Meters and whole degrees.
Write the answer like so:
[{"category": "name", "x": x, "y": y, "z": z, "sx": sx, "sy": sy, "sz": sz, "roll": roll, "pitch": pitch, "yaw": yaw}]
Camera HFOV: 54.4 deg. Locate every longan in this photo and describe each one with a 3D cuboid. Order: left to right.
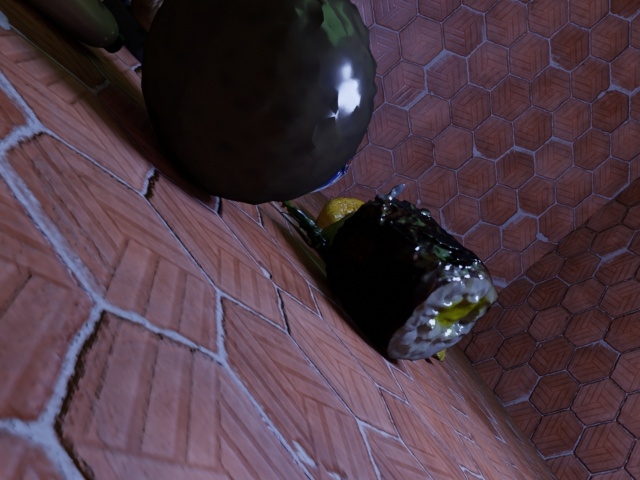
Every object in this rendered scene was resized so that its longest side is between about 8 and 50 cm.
[{"category": "longan", "x": -0.089, "y": -0.246, "z": 0.988, "sx": 0.391, "sy": 0.391, "sz": 0.391, "roll": 48, "pitch": 6, "yaw": -7}]

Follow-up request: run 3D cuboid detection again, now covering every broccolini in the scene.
[{"category": "broccolini", "x": -0.055, "y": -0.054, "z": 1.528, "sx": 0.123, "sy": 0.062, "sz": 0.271, "roll": 35, "pitch": -7, "yaw": 29}]

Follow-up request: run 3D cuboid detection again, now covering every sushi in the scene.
[{"category": "sushi", "x": 0.183, "y": 0.078, "z": 1.348, "sx": 0.299, "sy": 0.281, "sz": 0.294, "roll": 29, "pitch": 20, "yaw": -53}]

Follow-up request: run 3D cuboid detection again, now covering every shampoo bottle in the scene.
[{"category": "shampoo bottle", "x": -0.402, "y": -0.379, "z": 0.973, "sx": 0.127, "sy": 0.078, "sz": 0.257, "roll": 46, "pitch": 6, "yaw": 29}]

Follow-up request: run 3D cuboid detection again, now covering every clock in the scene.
[{"category": "clock", "x": -0.427, "y": -0.494, "z": 1.593, "sx": 0.325, "sy": 0.067, "sz": 0.325, "roll": 48, "pitch": 6, "yaw": -7}]

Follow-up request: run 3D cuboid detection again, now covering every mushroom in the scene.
[{"category": "mushroom", "x": -0.366, "y": -0.525, "z": 1.448, "sx": 0.151, "sy": 0.156, "sz": 0.285, "roll": 6, "pitch": 34, "yaw": -35}]

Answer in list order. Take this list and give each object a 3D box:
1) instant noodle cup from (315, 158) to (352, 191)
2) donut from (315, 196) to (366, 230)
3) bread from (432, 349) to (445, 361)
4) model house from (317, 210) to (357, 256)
[{"category": "instant noodle cup", "x": -0.075, "y": -0.341, "z": 1.951, "sx": 0.284, "sy": 0.284, "sz": 0.312, "roll": 53, "pitch": -1, "yaw": 35}, {"category": "donut", "x": 0.106, "y": -0.039, "z": 2.009, "sx": 0.254, "sy": 0.118, "sz": 0.253, "roll": 16, "pitch": 36, "yaw": -12}, {"category": "bread", "x": 0.310, "y": 0.279, "z": 1.948, "sx": 0.233, "sy": 0.088, "sz": 0.161, "roll": 50, "pitch": 9, "yaw": 20}, {"category": "model house", "x": 0.114, "y": 0.064, "z": 1.644, "sx": 0.194, "sy": 0.170, "sz": 0.211, "roll": 19, "pitch": 52, "yaw": -44}]
